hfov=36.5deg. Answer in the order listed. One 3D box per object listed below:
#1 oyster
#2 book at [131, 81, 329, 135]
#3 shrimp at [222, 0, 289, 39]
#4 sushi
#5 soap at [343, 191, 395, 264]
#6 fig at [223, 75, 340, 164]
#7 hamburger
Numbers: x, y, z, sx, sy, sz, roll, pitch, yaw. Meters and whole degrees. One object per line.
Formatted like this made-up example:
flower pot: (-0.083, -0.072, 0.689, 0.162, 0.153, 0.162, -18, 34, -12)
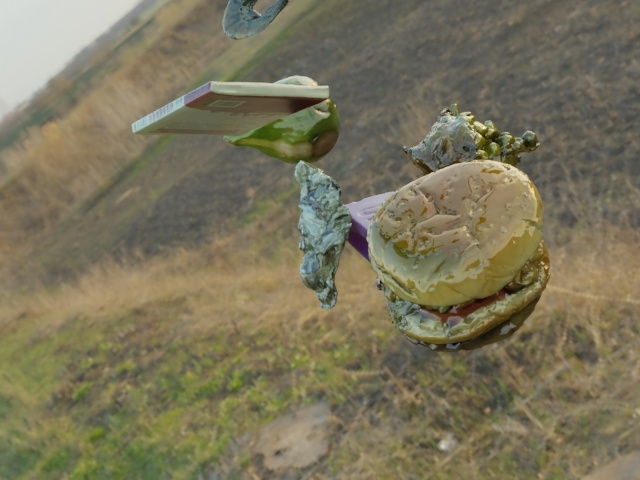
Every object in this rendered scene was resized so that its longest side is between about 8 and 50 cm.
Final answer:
oyster: (0.003, 0.000, 1.685, 0.087, 0.199, 0.252, -7, -24, -9)
book: (-0.116, -0.161, 1.206, 0.162, 0.022, 0.232, -2, -4, -33)
shrimp: (-0.130, -0.534, 2.146, 0.150, 0.051, 0.217, 34, 90, 41)
sushi: (0.252, -0.152, 1.644, 0.179, 0.167, 0.296, -47, -12, 4)
soap: (0.123, -0.010, 1.652, 0.122, 0.066, 0.203, -17, 29, -19)
fig: (-0.099, -0.257, 2.124, 0.275, 0.206, 0.206, -12, -1, -36)
hamburger: (0.178, 0.012, 1.268, 0.244, 0.163, 0.244, -11, 47, 12)
